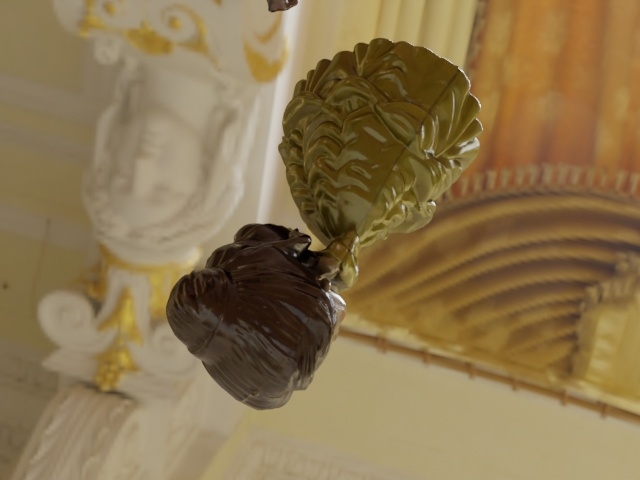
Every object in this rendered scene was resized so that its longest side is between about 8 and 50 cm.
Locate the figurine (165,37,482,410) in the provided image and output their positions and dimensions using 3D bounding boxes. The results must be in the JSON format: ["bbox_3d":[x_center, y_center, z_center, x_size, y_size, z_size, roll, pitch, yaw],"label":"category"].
[{"bbox_3d":[0.003,0.003,1.068,0.187,0.168,0.315,-8,-141,35],"label":"figurine"}]

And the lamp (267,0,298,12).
[{"bbox_3d":[-0.060,-0.289,0.874,0.151,0.223,0.215,35,-167,35],"label":"lamp"}]
